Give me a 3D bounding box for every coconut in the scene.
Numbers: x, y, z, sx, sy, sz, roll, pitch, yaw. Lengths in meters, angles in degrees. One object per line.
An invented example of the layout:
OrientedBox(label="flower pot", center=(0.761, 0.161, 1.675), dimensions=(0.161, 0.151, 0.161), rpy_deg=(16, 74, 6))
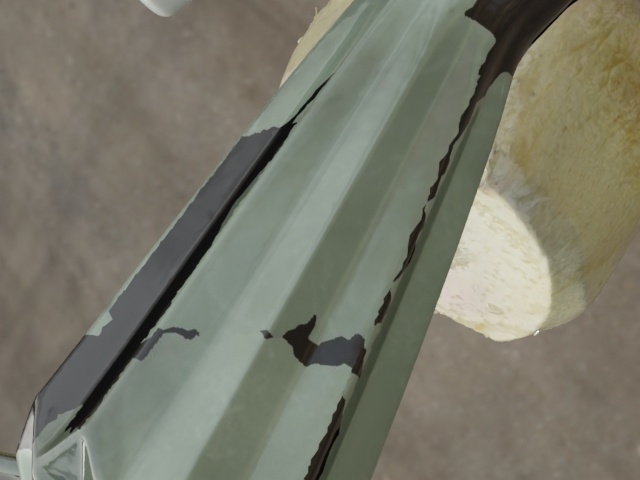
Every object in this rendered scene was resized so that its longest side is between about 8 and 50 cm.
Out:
OrientedBox(label="coconut", center=(0.124, -0.095, 1.293), dimensions=(0.297, 0.254, 0.297), rpy_deg=(24, 152, 14))

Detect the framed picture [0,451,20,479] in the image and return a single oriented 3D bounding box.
OrientedBox(label="framed picture", center=(-0.153, 0.249, 1.294), dimensions=(0.016, 0.273, 0.216), rpy_deg=(-81, 5, -52))

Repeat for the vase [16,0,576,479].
OrientedBox(label="vase", center=(0.000, 0.000, 0.830), dimensions=(0.165, 0.165, 0.360), rpy_deg=(20, 79, 52))

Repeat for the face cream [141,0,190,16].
OrientedBox(label="face cream", center=(0.002, -0.222, 0.865), dimensions=(0.269, 0.082, 0.082), rpy_deg=(-37, 62, 9))
